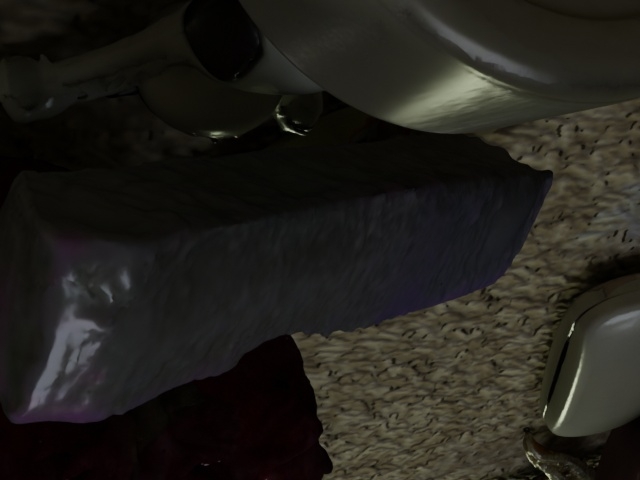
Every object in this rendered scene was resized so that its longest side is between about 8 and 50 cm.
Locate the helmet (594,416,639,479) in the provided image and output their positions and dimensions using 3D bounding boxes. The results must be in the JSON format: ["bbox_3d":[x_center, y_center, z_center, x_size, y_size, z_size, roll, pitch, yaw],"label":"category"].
[{"bbox_3d":[0.331,0.210,1.136,0.197,0.271,0.338,1,170,38],"label":"helmet"}]

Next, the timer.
[{"bbox_3d":[0.000,-0.092,0.528,0.175,0.175,0.266,0,166,-30],"label":"timer"}]

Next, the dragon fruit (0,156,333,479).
[{"bbox_3d":[-0.156,0.117,0.614,0.329,0.329,0.329,-14,152,-7],"label":"dragon fruit"}]

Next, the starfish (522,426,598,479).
[{"bbox_3d":[0.204,0.196,1.231,0.247,0.050,0.138,-2,147,-32],"label":"starfish"}]

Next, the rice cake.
[{"bbox_3d":[0.000,0.000,0.587,0.399,0.064,0.070,-11,124,-64],"label":"rice cake"}]

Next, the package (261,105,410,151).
[{"bbox_3d":[-0.008,-0.023,0.733,0.121,0.031,0.108,-25,153,-1],"label":"package"}]

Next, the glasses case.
[{"bbox_3d":[0.194,0.079,1.008,0.081,0.051,0.204,-14,152,-9],"label":"glasses case"}]
